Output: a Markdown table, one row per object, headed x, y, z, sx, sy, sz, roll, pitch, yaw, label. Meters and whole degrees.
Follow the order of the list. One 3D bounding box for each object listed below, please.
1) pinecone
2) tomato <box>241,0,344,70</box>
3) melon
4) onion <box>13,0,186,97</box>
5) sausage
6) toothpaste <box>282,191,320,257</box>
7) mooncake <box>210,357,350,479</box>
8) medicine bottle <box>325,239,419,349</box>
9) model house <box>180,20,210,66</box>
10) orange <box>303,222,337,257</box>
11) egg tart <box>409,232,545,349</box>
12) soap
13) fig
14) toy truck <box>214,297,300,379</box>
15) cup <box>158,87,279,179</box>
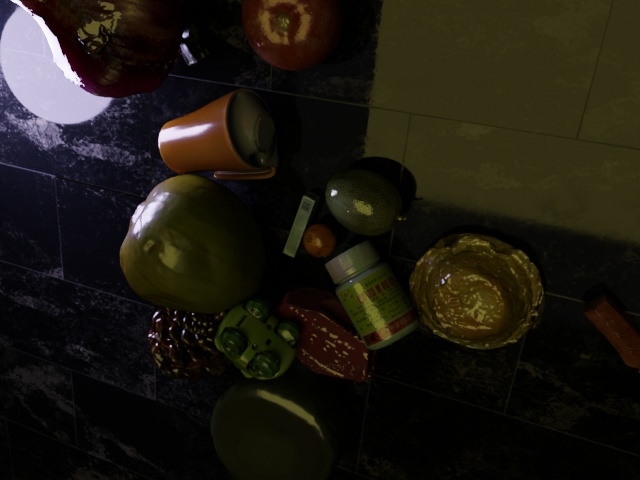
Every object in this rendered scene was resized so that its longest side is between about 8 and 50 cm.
| x | y | z | sx | sy | sz | roll | pitch | yaw | label |
| --- | --- | --- | --- | --- | --- | --- | --- | --- | --- |
| -0.337 | 0.257 | 1.530 | 0.244 | 0.244 | 0.309 | 51 | 137 | -1 | pinecone |
| -0.053 | -0.450 | 1.173 | 0.208 | 0.184 | 0.208 | 6 | 118 | 11 | tomato |
| 0.100 | -0.082 | 1.272 | 0.192 | 0.139 | 0.139 | 26 | 117 | 18 | melon |
| -0.488 | -0.487 | 1.232 | 0.348 | 0.385 | 0.347 | -16 | 69 | 48 | onion |
| 0.618 | 0.193 | 1.199 | 0.065 | 0.065 | 0.169 | -41 | 91 | 29 | sausage |
| -0.045 | -0.037 | 1.403 | 0.034 | 0.046 | 0.164 | 26 | 117 | 10 | toothpaste |
| -0.098 | 0.485 | 1.538 | 0.356 | 0.194 | 0.356 | 6 | 109 | 17 | mooncake |
| 0.116 | 0.124 | 1.329 | 0.139 | 0.139 | 0.225 | -33 | 82 | 29 | medicine bottle |
| -0.305 | -0.456 | 1.359 | 0.058 | 0.057 | 0.083 | 3 | 133 | 49 | model house |
| 0.000 | -0.001 | 1.379 | 0.083 | 0.083 | 0.083 | 8 | 112 | 20 | orange |
| 0.331 | 0.123 | 1.266 | 0.295 | 0.116 | 0.294 | 7 | 109 | 21 | egg tart |
| 0.022 | 0.233 | 1.441 | 0.289 | 0.112 | 0.182 | 38 | 124 | 5 | soap |
| -0.286 | 0.017 | 1.384 | 0.343 | 0.343 | 0.343 | 8 | 112 | 20 | fig |
| -0.171 | 0.244 | 1.394 | 0.187 | 0.148 | 0.210 | 49 | 141 | -17 | toy truck |
| -0.226 | -0.223 | 1.360 | 0.264 | 0.182 | 0.226 | -6 | 138 | 32 | cup |
